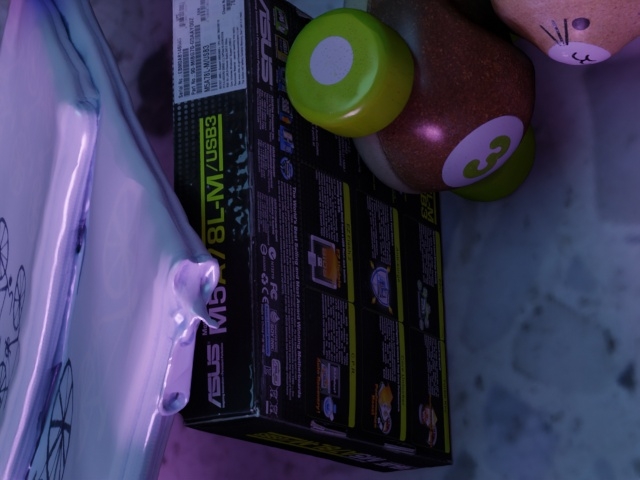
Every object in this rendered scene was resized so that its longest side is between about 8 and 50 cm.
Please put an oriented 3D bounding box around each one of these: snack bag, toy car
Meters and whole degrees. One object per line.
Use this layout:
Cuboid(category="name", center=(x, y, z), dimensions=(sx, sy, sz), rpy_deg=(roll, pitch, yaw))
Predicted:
Cuboid(category="snack bag", center=(-0.136, 0.071, 0.846), dimensions=(0.342, 0.037, 0.323), rpy_deg=(-121, 43, -56))
Cuboid(category="toy car", center=(0.104, -0.100, 0.767), dimensions=(0.188, 0.155, 0.149), rpy_deg=(-5, 76, 30))

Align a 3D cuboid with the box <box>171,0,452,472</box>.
Cuboid(category="box", center=(0.000, 0.000, 0.798), dimensions=(0.045, 0.184, 0.191), rpy_deg=(-9, 74, 25))
